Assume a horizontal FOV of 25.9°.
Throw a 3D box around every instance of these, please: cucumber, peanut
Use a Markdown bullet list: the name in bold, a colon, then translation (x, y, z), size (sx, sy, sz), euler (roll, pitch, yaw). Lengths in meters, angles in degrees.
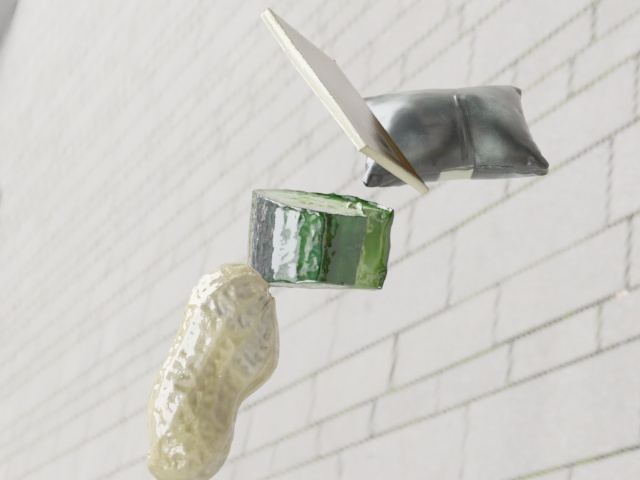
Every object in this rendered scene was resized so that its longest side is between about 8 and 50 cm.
- **cucumber**: translation (-0.010, 0.000, 1.742), size (0.191, 0.191, 0.130), euler (-176, 88, -68)
- **peanut**: translation (-0.100, 0.124, 1.283), size (0.090, 0.098, 0.214), euler (-6, 58, 65)

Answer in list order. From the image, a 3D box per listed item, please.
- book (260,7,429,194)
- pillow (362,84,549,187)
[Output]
- **book**: translation (0.030, -0.164, 1.661), size (0.018, 0.170, 0.242), euler (-42, 58, 13)
- **pillow**: translation (0.168, -0.144, 1.881), size (0.186, 0.249, 0.106), euler (-101, 8, -48)
